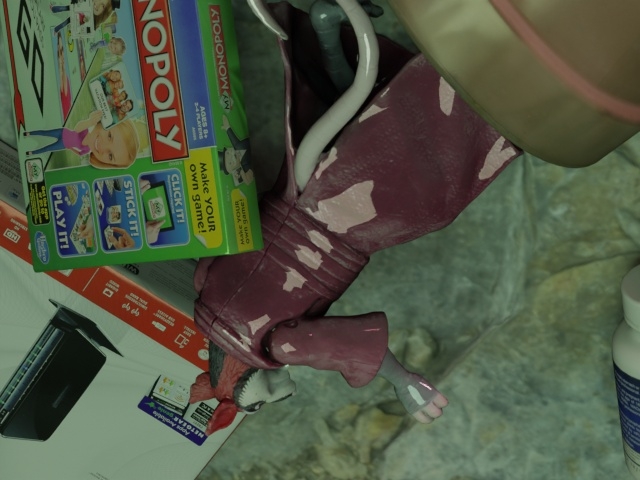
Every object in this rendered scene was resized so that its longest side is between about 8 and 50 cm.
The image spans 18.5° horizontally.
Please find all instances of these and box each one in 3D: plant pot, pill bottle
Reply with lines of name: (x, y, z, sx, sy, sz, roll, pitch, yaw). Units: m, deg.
plant pot: (0.209, -0.254, 1.346, 0.280, 0.323, 0.323, -33, 110, 29)
pill bottle: (0.308, 0.114, 1.679, 0.112, 0.112, 0.186, -4, 120, 14)

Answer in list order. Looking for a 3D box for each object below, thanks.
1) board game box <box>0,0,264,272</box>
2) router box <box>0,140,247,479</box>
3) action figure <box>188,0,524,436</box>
board game box: (-0.158, -0.140, 1.538, 0.213, 0.046, 0.317, -6, 93, 39)
router box: (-0.242, 0.110, 1.805, 0.335, 0.082, 0.301, 32, 122, -8)
action figure: (0.000, 0.000, 1.561, 0.248, 0.276, 0.370, 34, 94, 25)
